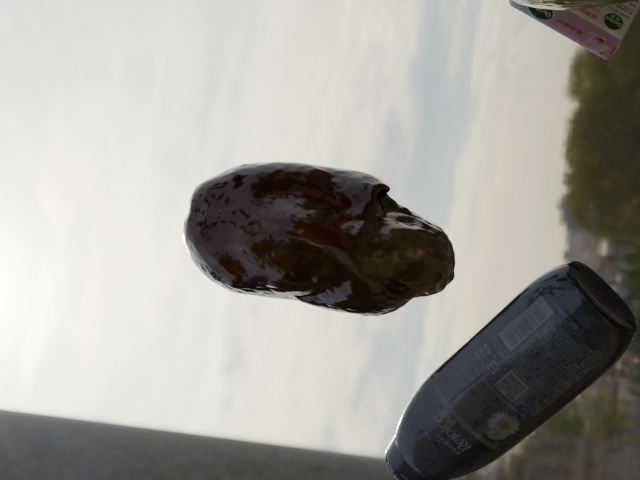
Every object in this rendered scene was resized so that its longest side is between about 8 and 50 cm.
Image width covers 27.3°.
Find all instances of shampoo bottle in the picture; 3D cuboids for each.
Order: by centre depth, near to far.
[{"bbox_3d":[0.137,0.113,1.012,0.234,0.087,0.049,-47,-4,31],"label":"shampoo bottle"}]

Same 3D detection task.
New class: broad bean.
[{"bbox_3d":[0.000,-0.003,1.103,0.156,0.228,0.122,26,-110,-77],"label":"broad bean"}]

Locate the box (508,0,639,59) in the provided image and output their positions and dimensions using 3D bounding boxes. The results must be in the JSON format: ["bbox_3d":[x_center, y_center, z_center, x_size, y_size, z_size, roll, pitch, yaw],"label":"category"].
[{"bbox_3d":[0.273,-0.259,1.383,0.089,0.125,0.043,-56,-6,-25],"label":"box"}]

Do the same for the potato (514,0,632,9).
[{"bbox_3d":[0.155,-0.198,0.695,0.235,0.177,0.160,8,-83,-60],"label":"potato"}]
